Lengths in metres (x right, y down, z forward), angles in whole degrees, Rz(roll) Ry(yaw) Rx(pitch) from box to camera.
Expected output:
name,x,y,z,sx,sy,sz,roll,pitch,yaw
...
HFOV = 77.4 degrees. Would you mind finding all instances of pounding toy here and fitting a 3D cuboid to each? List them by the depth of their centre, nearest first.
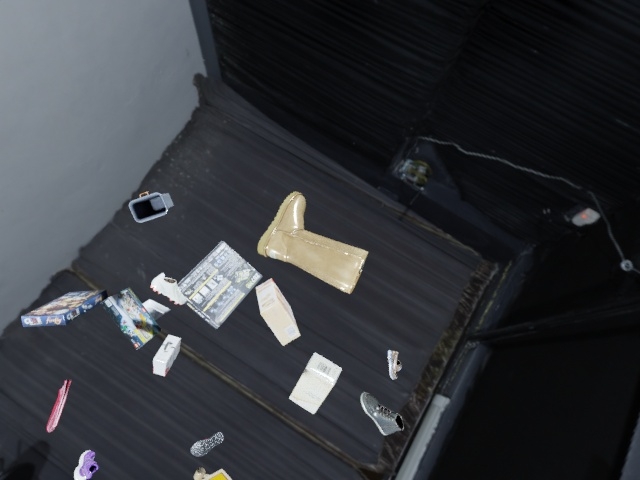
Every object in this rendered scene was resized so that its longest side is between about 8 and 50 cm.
name,x,y,z,sx,sy,sz,roll,pitch,yaw
pounding toy,-0.369,0.858,1.400,0.181,0.206,0.094,4,110,-55

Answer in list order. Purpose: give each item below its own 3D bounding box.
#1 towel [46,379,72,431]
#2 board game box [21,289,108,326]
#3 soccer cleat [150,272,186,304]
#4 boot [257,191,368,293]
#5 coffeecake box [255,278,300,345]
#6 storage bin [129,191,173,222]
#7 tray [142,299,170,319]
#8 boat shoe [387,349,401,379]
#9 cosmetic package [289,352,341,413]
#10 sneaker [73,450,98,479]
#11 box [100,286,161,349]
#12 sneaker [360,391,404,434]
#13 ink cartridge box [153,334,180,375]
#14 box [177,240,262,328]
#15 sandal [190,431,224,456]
name,x,y,z,sx,sy,sz,roll,pitch,yaw
towel,-1.162,0.736,1.772,0.275,0.031,0.198,-37,-137,46
board game box,-0.952,0.251,1.504,0.243,0.165,0.042,-69,153,-76
soccer cleat,-0.596,0.199,1.611,0.076,0.068,0.196,-49,144,-10
boot,0.000,0.000,1.080,0.089,0.270,0.236,88,26,-58
coffeecake box,-0.143,0.230,1.311,0.068,0.142,0.185,-31,-157,-3
storage bin,-0.625,-0.136,1.491,0.135,0.098,0.091,-17,-167,10
tray,-0.998,0.431,2.272,0.271,0.145,0.030,-31,-140,22
boat shoe,0.425,0.713,2.275,0.066,0.066,0.183,-55,137,-64
cosmetic package,-0.029,0.715,1.992,0.113,0.160,0.309,-51,167,-51
sneaker,-0.898,0.878,1.549,0.170,0.071,0.068,-166,-106,-70
box,-0.772,0.316,1.642,0.044,0.233,0.159,-35,-175,7
sneaker,0.288,0.787,1.848,0.118,0.222,0.083,-39,177,40
ink cartridge box,-0.648,0.484,1.685,0.135,0.056,0.099,-75,-178,-55
box,-0.566,0.242,2.234,0.394,0.318,0.097,-52,-175,-34
sandal,-0.541,0.976,1.904,0.040,0.067,0.179,-38,160,33
